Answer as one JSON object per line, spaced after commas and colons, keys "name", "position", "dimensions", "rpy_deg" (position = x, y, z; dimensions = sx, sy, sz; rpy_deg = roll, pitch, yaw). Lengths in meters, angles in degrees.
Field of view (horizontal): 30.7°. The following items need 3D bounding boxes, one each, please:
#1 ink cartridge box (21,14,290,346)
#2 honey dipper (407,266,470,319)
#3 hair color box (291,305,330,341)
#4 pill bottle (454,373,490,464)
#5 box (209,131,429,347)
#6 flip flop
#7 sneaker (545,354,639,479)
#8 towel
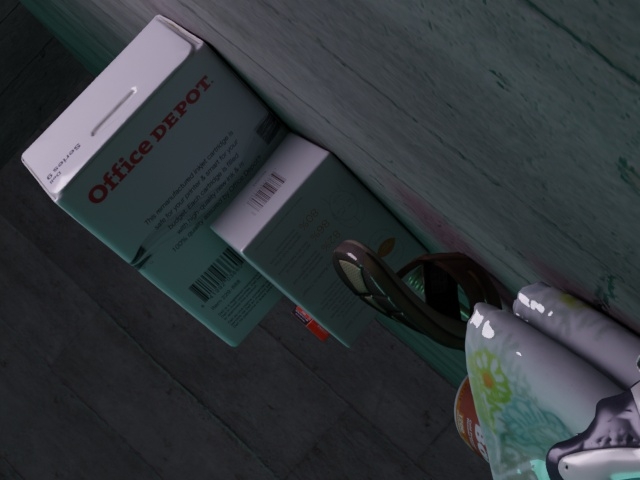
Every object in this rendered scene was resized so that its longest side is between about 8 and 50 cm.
{"name": "ink cartridge box", "position": [-0.129, -0.058, 1.214], "dimensions": [0.289, 0.211, 0.121], "rpy_deg": [46, 176, -40]}
{"name": "honey dipper", "position": [0.160, 0.081, 1.261], "dimensions": [0.160, 0.030, 0.030], "rpy_deg": [39, 176, 11]}
{"name": "hair color box", "position": [0.026, 0.078, 1.753], "dimensions": [0.043, 0.141, 0.072], "rpy_deg": [43, 176, -26]}
{"name": "pill bottle", "position": [0.229, 0.199, 1.210], "dimensions": [0.121, 0.121, 0.216], "rpy_deg": [42, 176, -15]}
{"name": "box", "position": [0.000, 0.000, 1.168], "dimensions": [0.170, 0.130, 0.091], "rpy_deg": [44, 175, -32]}
{"name": "flip flop", "position": [0.126, 0.057, 1.034], "dimensions": [0.277, 0.080, 0.112], "rpy_deg": [26, 179, -26]}
{"name": "sneaker", "position": [0.182, 0.167, 0.618], "dimensions": [0.094, 0.235, 0.153], "rpy_deg": [-4, -161, -23]}
{"name": "towel", "position": [0.252, 0.226, 0.777], "dimensions": [0.374, 0.090, 0.321], "rpy_deg": [37, 155, 45]}
